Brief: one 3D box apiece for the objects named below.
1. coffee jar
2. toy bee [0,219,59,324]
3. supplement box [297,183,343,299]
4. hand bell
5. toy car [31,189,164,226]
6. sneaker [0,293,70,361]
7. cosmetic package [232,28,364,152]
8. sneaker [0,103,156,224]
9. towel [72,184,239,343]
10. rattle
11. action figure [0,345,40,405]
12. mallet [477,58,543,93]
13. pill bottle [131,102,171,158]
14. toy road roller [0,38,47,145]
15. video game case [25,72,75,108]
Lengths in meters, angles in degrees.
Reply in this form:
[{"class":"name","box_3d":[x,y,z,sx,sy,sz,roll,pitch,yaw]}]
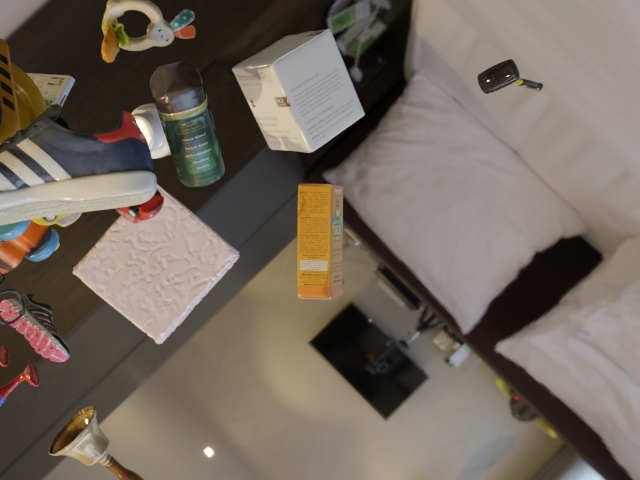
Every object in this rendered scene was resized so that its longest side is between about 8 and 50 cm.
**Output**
[{"class":"coffee jar","box_3d":[-0.205,-0.179,1.110,0.184,0.079,0.096,81,168,-46]},{"class":"toy bee","box_3d":[-0.561,-0.013,1.261,0.162,0.298,0.195,0,128,24]},{"class":"supplement box","box_3d":[0.000,0.000,1.466,0.080,0.233,0.078,0,-177,20]},{"class":"hand bell","box_3d":[-0.450,0.483,1.541,0.242,0.126,0.126,51,175,-20]},{"class":"toy car","box_3d":[-0.376,-0.105,1.268,0.053,0.239,0.224,82,-173,-45]},{"class":"sneaker","box_3d":[-0.556,0.168,1.435,0.170,0.063,0.075,42,-146,0]},{"class":"cosmetic package","box_3d":[-0.041,-0.286,1.378,0.151,0.151,0.183,13,135,53]},{"class":"sneaker","box_3d":[-0.414,-0.109,1.004,0.131,0.350,0.148,149,113,-74]},{"class":"towel","box_3d":[-0.439,0.061,1.930,0.317,0.332,0.053,43,175,-15]},{"class":"rattle","box_3d":[-0.354,-0.432,1.512,0.200,0.130,0.142,9,-152,-24]},{"class":"action figure","box_3d":[-0.532,0.292,1.016,0.091,0.280,0.139,48,-178,-33]},{"class":"mallet","box_3d":[0.334,-0.268,1.188,0.190,0.062,0.039,-9,-100,-45]},{"class":"pill bottle","box_3d":[-0.341,-0.246,1.573,0.117,0.117,0.215,45,-154,4]},{"class":"toy road roller","box_3d":[-0.571,-0.265,1.132,0.241,0.203,0.329,6,-106,-71]},{"class":"video game case","box_3d":[-0.568,-0.264,1.410,0.157,0.143,0.019,11,162,31]}]
